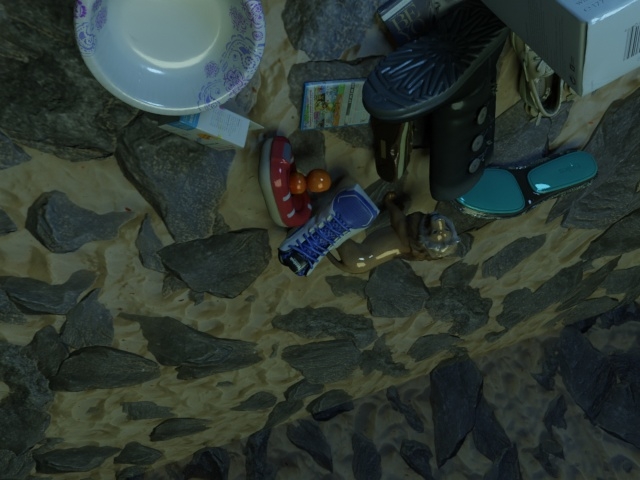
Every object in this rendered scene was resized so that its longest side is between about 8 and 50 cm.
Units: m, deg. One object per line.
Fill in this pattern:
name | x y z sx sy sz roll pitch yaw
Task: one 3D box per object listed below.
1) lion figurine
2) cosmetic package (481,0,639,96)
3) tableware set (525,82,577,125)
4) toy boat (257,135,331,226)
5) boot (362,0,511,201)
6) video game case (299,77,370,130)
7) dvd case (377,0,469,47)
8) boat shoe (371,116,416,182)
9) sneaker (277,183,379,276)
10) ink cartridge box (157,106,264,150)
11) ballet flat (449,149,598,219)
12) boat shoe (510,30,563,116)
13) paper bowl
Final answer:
lion figurine | 0.167 0.009 1.417 0.392 0.240 0.142 -27 144 9
cosmetic package | 0.410 -0.441 0.833 0.217 0.385 0.156 -29 144 7
tableware set | 0.622 -0.378 1.311 0.194 0.039 0.128 -30 143 13
toy boat | -0.050 -0.132 1.186 0.151 0.151 0.231 -2 146 7
boot | 0.263 -0.243 1.140 0.367 0.146 0.445 -37 151 -12
video game case | 0.039 -0.303 1.141 0.166 0.015 0.119 -9 143 -16
dvd case | 0.234 -0.444 1.052 0.165 0.018 0.221 -34 142 17
boat shoe | 0.181 -0.264 1.219 0.095 0.095 0.257 -39 148 -30
sneaker | -0.001 0.000 1.293 0.127 0.182 0.315 46 134 -16
ink cartridge box | -0.217 -0.228 1.029 0.181 0.061 0.104 16 174 -40
ballet flat | 0.577 -0.143 1.515 0.483 0.164 0.182 -15 164 -11
boat shoe | 0.502 -0.410 1.151 0.109 0.098 0.302 -24 139 5
paper bowl | -0.240 -0.357 0.821 0.284 0.148 0.284 -14 144 -10
